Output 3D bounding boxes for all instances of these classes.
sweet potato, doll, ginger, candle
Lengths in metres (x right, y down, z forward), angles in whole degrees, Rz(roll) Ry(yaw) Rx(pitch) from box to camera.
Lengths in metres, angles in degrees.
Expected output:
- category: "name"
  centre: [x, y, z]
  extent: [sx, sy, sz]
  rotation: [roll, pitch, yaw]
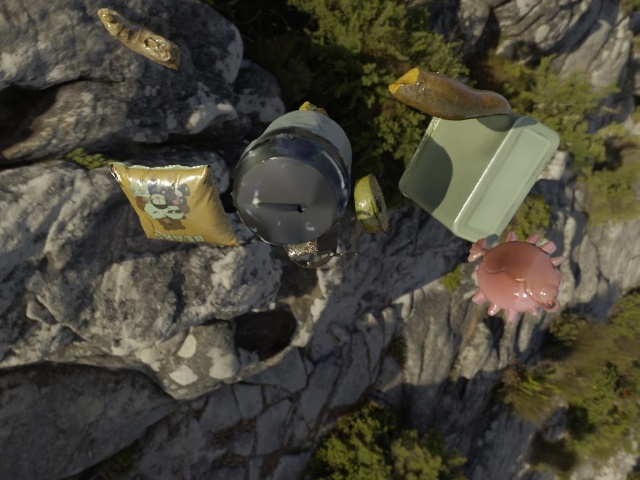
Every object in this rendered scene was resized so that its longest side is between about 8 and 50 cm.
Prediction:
- category: "sweet potato"
  centre: [0.244, -0.252, 0.784]
  extent: [0.244, 0.077, 0.076]
  rotation: [10, 96, -14]
- category: "doll"
  centre: [0.430, 0.073, 0.980]
  extent: [0.093, 0.262, 0.211]
  rotation: [36, 94, -34]
- category: "ginger"
  centre: [-0.463, -0.518, 1.127]
  extent: [0.214, 0.137, 0.074]
  rotation: [16, 93, -31]
- category: "candle"
  centre: [-0.042, -0.149, 0.903]
  extent: [0.342, 0.222, 0.221]
  rotation: [-78, 154, -59]

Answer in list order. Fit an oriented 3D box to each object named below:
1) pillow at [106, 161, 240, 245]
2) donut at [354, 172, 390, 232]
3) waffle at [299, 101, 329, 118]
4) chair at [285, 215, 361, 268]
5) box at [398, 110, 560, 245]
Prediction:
- category: "pillow"
  centre: [-0.415, -0.097, 1.264]
  extent: [0.312, 0.311, 0.119]
  rotation: [82, 13, -48]
- category: "donut"
  centre: [0.205, -0.146, 1.823]
  extent: [0.272, 0.107, 0.271]
  rotation: [-14, 90, -74]
- category: "waffle"
  centre: [-0.002, -0.313, 1.320]
  extent: [0.229, 0.057, 0.219]
  rotation: [62, 22, -8]
- category: "chair"
  centre: [0.000, 0.000, 1.434]
  extent: [0.149, 0.213, 0.174]
  rotation: [2, 79, -51]
- category: "box"
  centre: [0.424, -0.211, 1.231]
  extent: [0.178, 0.343, 0.351]
  rotation: [18, 110, -23]
